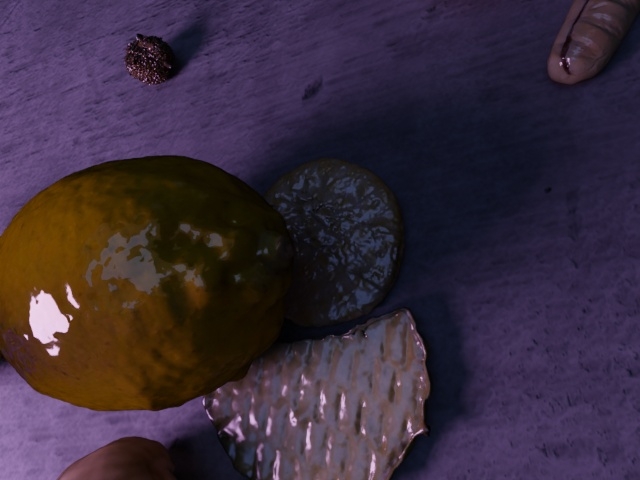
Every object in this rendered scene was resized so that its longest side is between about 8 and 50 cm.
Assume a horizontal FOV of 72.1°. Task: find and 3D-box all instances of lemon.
[{"bbox_3d":[-0.177,0.041,0.468,0.316,0.285,0.286,-23,67,2],"label":"lemon"}]

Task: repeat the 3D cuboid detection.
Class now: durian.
[{"bbox_3d":[-0.277,-0.294,0.720,0.091,0.080,0.080,30,86,23],"label":"durian"}]

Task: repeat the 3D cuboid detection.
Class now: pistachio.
[{"bbox_3d":[-0.242,0.316,0.476,0.229,0.157,0.157,-42,64,17],"label":"pistachio"}]

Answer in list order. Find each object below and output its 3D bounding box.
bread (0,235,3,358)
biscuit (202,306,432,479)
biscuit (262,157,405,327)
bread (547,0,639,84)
[{"bbox_3d":[-0.559,0.095,0.643,0.124,0.186,0.257,-7,63,22],"label":"bread"},{"bbox_3d":[-0.003,0.193,0.488,0.273,0.036,0.187,-15,69,15],"label":"biscuit"},{"bbox_3d":[0.000,0.000,0.549,0.219,0.033,0.220,-5,75,20],"label":"biscuit"},{"bbox_3d":[0.329,-0.276,0.503,0.073,0.053,0.214,30,86,29],"label":"bread"}]
